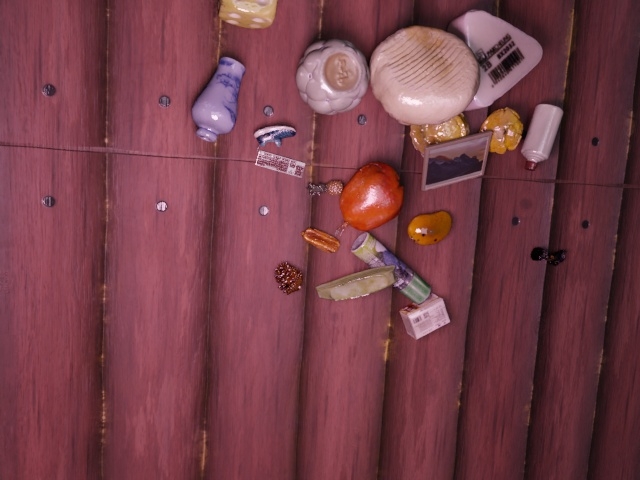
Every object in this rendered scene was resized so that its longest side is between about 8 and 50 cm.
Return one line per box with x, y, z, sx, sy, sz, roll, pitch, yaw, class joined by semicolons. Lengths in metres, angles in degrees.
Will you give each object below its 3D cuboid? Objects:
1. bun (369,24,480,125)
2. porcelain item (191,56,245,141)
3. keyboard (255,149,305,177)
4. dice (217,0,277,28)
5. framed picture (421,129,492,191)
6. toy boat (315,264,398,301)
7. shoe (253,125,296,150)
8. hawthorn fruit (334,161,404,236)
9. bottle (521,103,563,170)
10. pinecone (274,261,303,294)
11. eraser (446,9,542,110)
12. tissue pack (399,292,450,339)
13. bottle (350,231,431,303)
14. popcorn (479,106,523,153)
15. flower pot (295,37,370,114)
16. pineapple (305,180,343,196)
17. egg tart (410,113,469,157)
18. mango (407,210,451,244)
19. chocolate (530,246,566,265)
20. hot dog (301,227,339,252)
0.342;-0.531;1.778;0.364;0.219;0.365;1;70;-1;bun
-0.319;-0.439;1.672;0.141;0.141;0.259;19;84;-17;porcelain item
-0.134;-0.261;1.803;0.165;0.017;0.055;14;93;-17;keyboard
-0.223;-0.761;1.634;0.169;0.166;0.169;4;96;-17;dice
0.490;-0.286;1.925;0.265;0.018;0.192;-16;134;-13;framed picture
0.128;0.159;1.863;0.292;0.055;0.093;-15;111;6;toy boat
-0.148;-0.344;1.765;0.142;0.064;0.071;-12;100;-11;shoe
0.152;-0.124;1.813;0.299;0.211;0.211;-41;106;9;hawthorn fruit
0.829;-0.383;2.011;0.104;0.104;0.245;17;93;-17;bottle
-0.107;0.126;1.826;0.102;0.102;0.109;-25;93;-11;pinecone
0.585;-0.611;1.890;0.331;0.150;0.332;-2;100;-14;eraser
0.385;0.280;1.977;0.148;0.099;0.106;-24;105;-11;tissue pack
0.257;0.104;1.922;0.330;0.093;0.093;40;86;-17;bottle
0.665;-0.399;1.949;0.148;0.152;0.167;39;113;17;popcorn
0.040;-0.529;1.723;0.246;0.195;0.246;-2;97;-15;flower pot
0.013;-0.181;1.836;0.124;0.058;0.058;-1;98;-15;pineapple
0.440;-0.397;1.910;0.231;0.098;0.252;-10;104;-10;egg tart
0.404;-0.043;1.948;0.178;0.090;0.115;-12;93;-22;mango
0.914;0.065;2.117;0.147;0.070;0.072;10;122;-16;chocolate
-0.001;0.000;1.865;0.144;0.038;0.062;24;93;-15;hot dog
